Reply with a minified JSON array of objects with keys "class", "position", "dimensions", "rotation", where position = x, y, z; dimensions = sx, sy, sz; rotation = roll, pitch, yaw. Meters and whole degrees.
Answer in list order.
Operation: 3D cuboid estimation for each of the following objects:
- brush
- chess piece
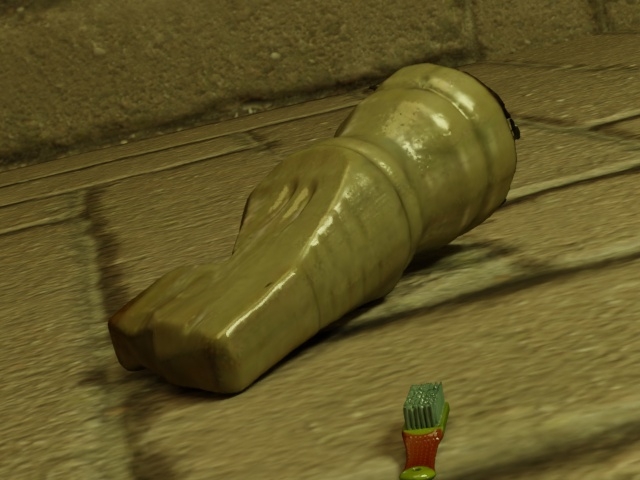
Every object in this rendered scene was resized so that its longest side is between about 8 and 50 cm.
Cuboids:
[{"class":"brush","position":[0.043,0.082,0.531],"dimensions":[0.019,0.021,0.083],"rotation":[-7,13,11]},{"class":"chess piece","position":[0.000,0.000,0.781],"dimensions":[0.137,0.137,0.301],"rotation":[-2,27,42]}]
